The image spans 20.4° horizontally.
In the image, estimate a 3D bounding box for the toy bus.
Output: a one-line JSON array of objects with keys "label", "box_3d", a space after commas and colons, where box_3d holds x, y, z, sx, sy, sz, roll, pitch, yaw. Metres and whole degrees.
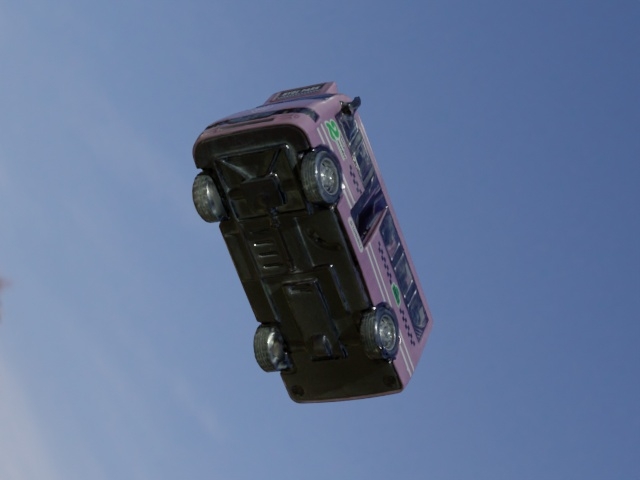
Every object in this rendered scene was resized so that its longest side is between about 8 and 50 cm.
[{"label": "toy bus", "box_3d": [0.000, 0.000, 1.138, 0.096, 0.108, 0.199, -8, -65, 28]}]
